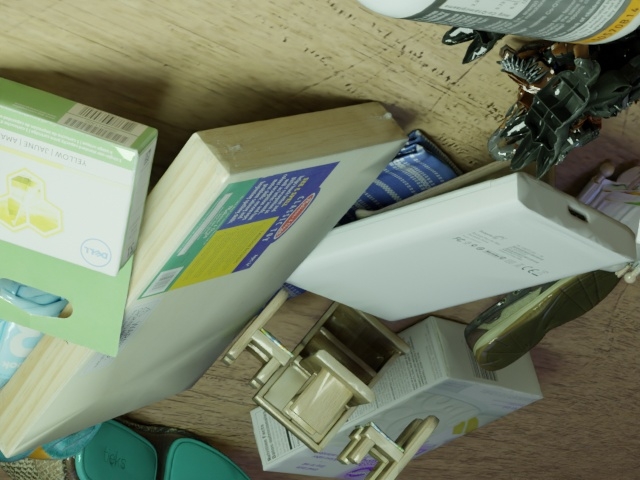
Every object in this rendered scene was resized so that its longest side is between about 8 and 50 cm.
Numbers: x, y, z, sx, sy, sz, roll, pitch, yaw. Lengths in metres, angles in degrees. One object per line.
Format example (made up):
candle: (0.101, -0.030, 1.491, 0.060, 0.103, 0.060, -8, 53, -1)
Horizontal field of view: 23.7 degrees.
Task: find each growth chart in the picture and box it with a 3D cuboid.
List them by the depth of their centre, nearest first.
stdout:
growth chart: (0.354, -0.020, 1.771, 0.237, 0.021, 0.172, 11, 130, -45)

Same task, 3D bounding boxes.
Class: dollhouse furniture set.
dollhouse furniture set: (0.024, 0.136, 1.644, 0.161, 0.212, 0.242, -50, -179, -11)

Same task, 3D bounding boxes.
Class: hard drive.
hard drive: (0.131, 0.013, 1.531, 0.307, 0.040, 0.203, -16, 153, 40)

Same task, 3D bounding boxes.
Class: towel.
towel: (0.000, 0.000, 1.628, 0.336, 0.040, 0.243, -23, 155, 16)

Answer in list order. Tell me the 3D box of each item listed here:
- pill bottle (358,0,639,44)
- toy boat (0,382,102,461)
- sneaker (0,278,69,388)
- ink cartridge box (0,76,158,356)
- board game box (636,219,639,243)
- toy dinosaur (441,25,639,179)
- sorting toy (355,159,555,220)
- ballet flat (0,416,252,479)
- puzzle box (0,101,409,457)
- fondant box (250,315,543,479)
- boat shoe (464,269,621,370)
pill bottle: (0.104, -0.228, 1.053, 0.278, 0.162, 0.162, 2, 150, -34)
toy boat: (-0.321, 0.205, 1.643, 0.318, 0.148, 0.267, -30, 177, -46)
sneaker: (-0.270, 0.048, 1.440, 0.135, 0.150, 0.366, 1, 151, -33)
ink cartridge box: (-0.235, -0.009, 1.247, 0.171, 0.056, 0.235, 18, 121, 6)
board game box: (0.286, -0.168, 1.106, 0.053, 0.193, 0.305, 11, 125, 14)
toy dinosaur: (0.236, -0.170, 1.329, 0.218, 0.164, 0.322, -13, 138, -38)
sorting toy: (0.149, -0.018, 1.613, 0.208, 0.038, 0.193, -18, 157, 2)
ballet flat: (-0.261, 0.324, 2.071, 0.182, 0.164, 0.483, -3, 157, 31)
puzzle box: (-0.118, 0.035, 1.425, 0.272, 0.052, 0.409, -15, 152, -53)
fondant box: (0.105, 0.226, 2.101, 0.330, 0.096, 0.238, -29, 152, 31)
boat shoe: (0.274, 0.071, 1.897, 0.223, 0.073, 0.080, -37, 138, 1)
